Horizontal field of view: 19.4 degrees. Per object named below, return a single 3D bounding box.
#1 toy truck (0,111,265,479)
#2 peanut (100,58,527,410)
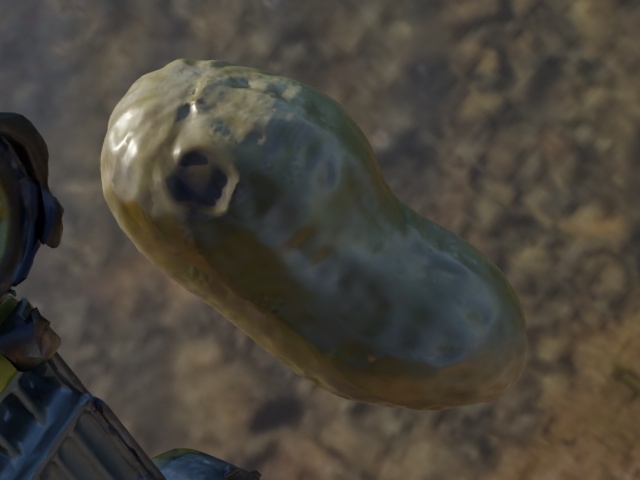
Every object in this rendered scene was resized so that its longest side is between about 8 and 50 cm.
[{"bbox_3d":[-0.110,0.081,0.438,0.124,0.272,0.157,16,61,34],"label":"toy truck"},{"bbox_3d":[0.000,0.000,0.904,0.236,0.110,0.120,35,96,0],"label":"peanut"}]
